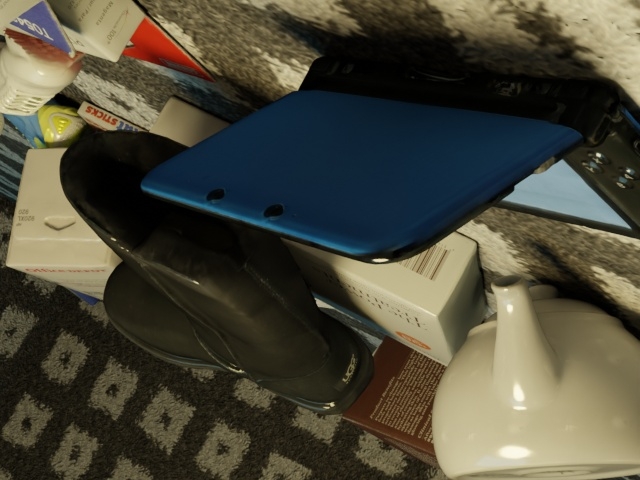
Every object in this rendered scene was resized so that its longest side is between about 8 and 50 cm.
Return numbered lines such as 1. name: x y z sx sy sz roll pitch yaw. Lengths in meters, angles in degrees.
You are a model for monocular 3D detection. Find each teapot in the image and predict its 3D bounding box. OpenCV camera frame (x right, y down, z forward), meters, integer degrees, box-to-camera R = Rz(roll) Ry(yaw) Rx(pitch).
1. teapot: 0.226 0.137 1.179 0.253 0.187 0.256 5 162 -23

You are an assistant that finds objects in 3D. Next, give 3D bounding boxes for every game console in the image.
1. game console: 0.070 -0.023 0.811 0.250 0.173 0.293 37 168 -36

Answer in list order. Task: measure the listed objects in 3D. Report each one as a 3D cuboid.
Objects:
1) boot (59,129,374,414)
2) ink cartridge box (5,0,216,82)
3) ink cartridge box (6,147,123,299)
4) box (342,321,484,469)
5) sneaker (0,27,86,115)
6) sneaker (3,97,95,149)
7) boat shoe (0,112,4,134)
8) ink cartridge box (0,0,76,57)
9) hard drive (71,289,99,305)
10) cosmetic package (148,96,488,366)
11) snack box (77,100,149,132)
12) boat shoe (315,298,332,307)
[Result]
1. boot: -0.157 0.028 1.254 0.367 0.146 0.445 16 166 23
2. ink cartridge box: -0.265 -0.219 1.132 0.275 0.060 0.239 22 166 39
3. ink cartridge box: -0.285 -0.017 1.663 0.171 0.168 0.233 0 165 26
4. box: 0.197 0.215 1.596 0.143 0.191 0.381 34 170 -23
5. sneaker: -0.307 -0.174 1.266 0.090 0.094 0.235 13 -173 -24
6. sneaker: -0.391 -0.166 1.730 0.126 0.091 0.240 42 163 0
7. boat shoe: -0.583 -0.217 1.878 0.103 0.118 0.320 27 169 19
8. ink cartridge box: -0.377 -0.280 0.923 0.324 0.071 0.330 26 157 26
9. hard drive: -0.392 -0.003 2.135 0.040 0.210 0.318 30 170 6
10. cosmetic package: 0.000 0.000 1.367 0.377 0.097 0.284 27 171 17
11. snack box: -0.237 -0.132 1.591 0.178 0.022 0.064 26 169 19
12. boat shoe: 0.031 0.052 1.631 0.226 0.083 0.076 15 155 14
